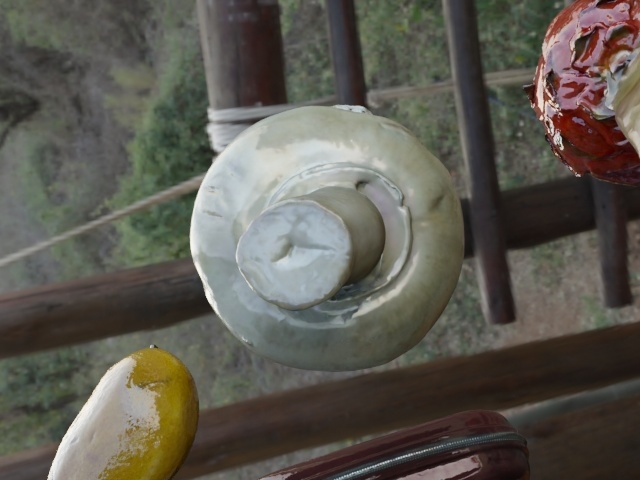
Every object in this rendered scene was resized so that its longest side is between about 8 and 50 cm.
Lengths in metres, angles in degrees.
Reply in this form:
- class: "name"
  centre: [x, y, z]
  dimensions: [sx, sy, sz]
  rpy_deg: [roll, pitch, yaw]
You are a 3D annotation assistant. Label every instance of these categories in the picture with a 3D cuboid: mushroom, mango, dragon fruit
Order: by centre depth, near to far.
- class: "mango"
  centre: [-0.212, 0.221, 1.001]
  dimensions: [0.147, 0.109, 0.227]
  rpy_deg: [23, 79, 43]
- class: "mushroom"
  centre: [-0.006, 0.015, 1.074]
  dimensions: [0.315, 0.356, 0.315]
  rpy_deg: [18, 129, 23]
- class: "dragon fruit"
  centre: [0.363, -0.178, 1.111]
  dimensions: [0.241, 0.252, 0.241]
  rpy_deg: [-29, 41, 29]

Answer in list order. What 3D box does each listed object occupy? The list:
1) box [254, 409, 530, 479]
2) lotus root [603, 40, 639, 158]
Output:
- class: "box"
  centre: [0.073, 0.336, 1.212]
  dimensions: [0.263, 0.404, 0.108]
  rpy_deg: [88, 164, -56]
- class: "lotus root"
  centre: [0.294, -0.057, 0.440]
  dimensions: [0.250, 0.316, 0.316]
  rpy_deg: [-58, 42, 20]
